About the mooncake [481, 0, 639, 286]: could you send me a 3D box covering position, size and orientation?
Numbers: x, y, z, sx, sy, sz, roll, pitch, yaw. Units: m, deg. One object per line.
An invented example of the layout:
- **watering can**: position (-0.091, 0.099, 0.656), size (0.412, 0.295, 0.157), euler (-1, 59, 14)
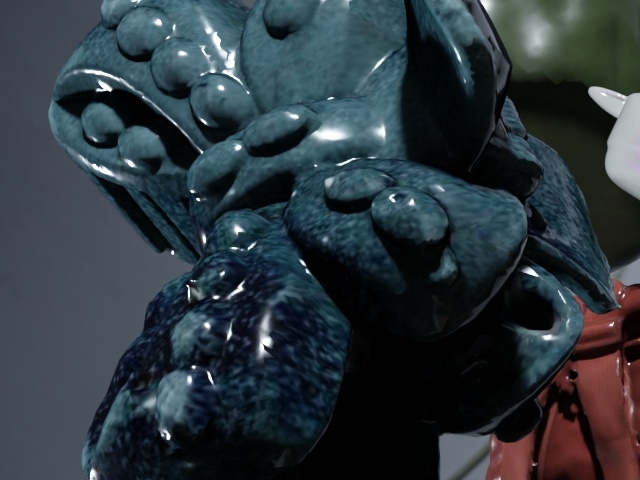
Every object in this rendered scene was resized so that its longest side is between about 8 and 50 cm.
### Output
- **mooncake**: position (0.146, -0.106, 1.305), size (0.356, 0.356, 0.194), euler (-16, 56, 29)

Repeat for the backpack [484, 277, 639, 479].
- **backpack**: position (0.182, 0.127, 0.876), size (0.229, 0.139, 0.229), euler (-7, 81, 53)

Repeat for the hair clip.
- **hair clip**: position (0.004, -0.005, 0.637), size (0.206, 0.194, 0.310), euler (-30, 42, 13)

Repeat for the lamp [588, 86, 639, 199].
- **lamp**: position (0.279, -0.032, 0.888), size (0.246, 0.179, 0.108), euler (31, 95, -11)
